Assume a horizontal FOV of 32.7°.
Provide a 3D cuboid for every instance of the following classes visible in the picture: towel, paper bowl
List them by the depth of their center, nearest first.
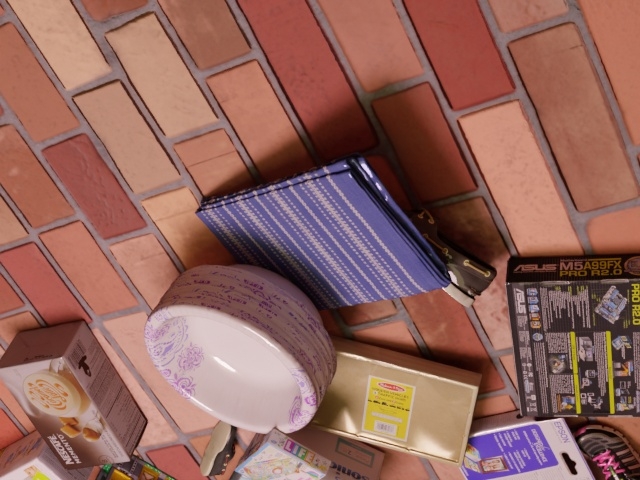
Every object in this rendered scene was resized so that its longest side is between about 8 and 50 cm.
[{"bbox_3d":[0.000,0.000,1.535,0.336,0.040,0.243,-13,126,46],"label":"towel"},{"bbox_3d":[-0.108,0.148,1.632,0.284,0.148,0.284,19,140,17],"label":"paper bowl"}]

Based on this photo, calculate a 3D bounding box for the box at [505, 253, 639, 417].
[{"bbox_3d":[0.389,0.144,1.586,0.216,0.060,0.270,-3,126,15],"label":"box"}]

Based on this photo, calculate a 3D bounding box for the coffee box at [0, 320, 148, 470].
[{"bbox_3d":[-0.420,0.267,1.858,0.141,0.098,0.246,-11,123,21],"label":"coffee box"}]

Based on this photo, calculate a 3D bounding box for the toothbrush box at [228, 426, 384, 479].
[{"bbox_3d":[-0.051,0.451,1.888,0.216,0.126,0.295,25,129,-3],"label":"toothbrush box"}]

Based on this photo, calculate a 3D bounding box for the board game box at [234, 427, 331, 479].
[{"bbox_3d":[-0.061,0.351,1.695,0.103,0.026,0.154,31,144,-8],"label":"board game box"}]

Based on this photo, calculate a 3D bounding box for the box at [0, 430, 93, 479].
[{"bbox_3d":[-0.524,0.430,2.006,0.203,0.103,0.114,-29,115,31],"label":"box"}]

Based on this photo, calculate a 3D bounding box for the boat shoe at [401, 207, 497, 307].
[{"bbox_3d":[0.147,-0.004,1.527,0.228,0.081,0.069,41,101,-9],"label":"boat shoe"}]

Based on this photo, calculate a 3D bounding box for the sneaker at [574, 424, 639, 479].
[{"bbox_3d":[0.468,0.358,1.719,0.170,0.075,0.063,41,125,-17],"label":"sneaker"}]

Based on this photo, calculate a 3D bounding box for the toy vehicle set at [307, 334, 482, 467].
[{"bbox_3d":[0.110,0.253,1.725,0.267,0.035,0.166,14,121,11],"label":"toy vehicle set"}]

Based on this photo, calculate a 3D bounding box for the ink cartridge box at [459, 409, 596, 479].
[{"bbox_3d":[0.335,0.365,1.776,0.208,0.045,0.206,-15,121,26],"label":"ink cartridge box"}]

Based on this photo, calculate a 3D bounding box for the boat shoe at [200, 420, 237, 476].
[{"bbox_3d":[-0.171,0.362,1.906,0.042,0.049,0.133,6,126,-27],"label":"boat shoe"}]

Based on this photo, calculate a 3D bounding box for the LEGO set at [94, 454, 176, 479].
[{"bbox_3d":[-0.370,0.557,2.006,0.255,0.192,0.331,41,126,-17],"label":"LEGO set"}]
